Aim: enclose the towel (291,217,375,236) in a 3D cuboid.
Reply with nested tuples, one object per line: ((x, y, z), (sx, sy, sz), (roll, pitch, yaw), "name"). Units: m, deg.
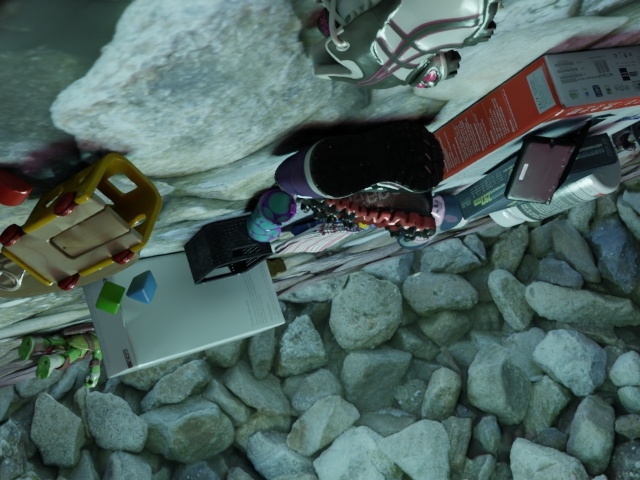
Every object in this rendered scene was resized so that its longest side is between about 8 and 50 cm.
((0.105, -0.065, 1.613), (0.335, 0.040, 0.243), (-21, 169, 8), "towel")

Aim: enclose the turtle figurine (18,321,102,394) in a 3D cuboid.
((-0.756, 0.360, 1.980), (0.274, 0.198, 0.266), (-25, 166, 22), "turtle figurine")

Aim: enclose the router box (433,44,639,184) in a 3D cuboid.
((0.385, -0.203, 1.090), (0.335, 0.082, 0.301), (-14, 171, -29), "router box")

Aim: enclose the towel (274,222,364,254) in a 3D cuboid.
((0.000, 0.000, 1.572), (0.144, 0.029, 0.197), (-25, 167, 31), "towel")

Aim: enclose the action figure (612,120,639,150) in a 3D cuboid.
((0.706, -0.254, 1.417), (0.185, 0.099, 0.285), (-32, 170, 27), "action figure")

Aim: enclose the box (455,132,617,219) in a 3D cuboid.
((0.374, -0.109, 1.190), (0.183, 0.059, 0.232), (-14, 171, -19), "box")

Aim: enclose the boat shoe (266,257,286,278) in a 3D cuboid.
((-0.159, 0.089, 1.931), (0.059, 0.063, 0.170), (-28, 169, 24), "boat shoe")

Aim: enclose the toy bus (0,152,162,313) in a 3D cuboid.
((-0.283, -0.021, 0.782), (0.202, 0.104, 0.191), (13, 136, -3), "toy bus")

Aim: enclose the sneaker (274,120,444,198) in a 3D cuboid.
((0.060, -0.116, 1.003), (0.283, 0.107, 0.124), (-7, -179, -38), "sneaker")

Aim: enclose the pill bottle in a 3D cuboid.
((0.522, -0.139, 1.546), (0.161, 0.161, 0.283), (-11, 169, -40), "pill bottle")

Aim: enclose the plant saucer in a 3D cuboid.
((-0.425, 0.042, 1.121), (0.277, 0.041, 0.278), (-18, 171, -3), "plant saucer")

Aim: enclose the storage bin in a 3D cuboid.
((-0.186, 0.020, 1.335), (0.122, 0.084, 0.180), (-14, 172, -30), "storage bin")

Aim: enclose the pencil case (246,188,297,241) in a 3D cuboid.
((-0.089, -0.041, 1.196), (0.070, 0.065, 0.151), (20, 163, -11), "pencil case")

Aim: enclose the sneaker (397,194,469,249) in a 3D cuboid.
((0.273, -0.056, 1.850), (0.131, 0.112, 0.319), (5, 160, -25), "sneaker")

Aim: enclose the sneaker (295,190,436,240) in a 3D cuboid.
((0.088, -0.085, 1.203), (0.276, 0.135, 0.097), (10, 174, -21), "sneaker")

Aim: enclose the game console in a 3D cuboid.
((0.341, -0.121, 1.010), (0.107, 0.071, 0.122), (7, 136, 1), "game console")

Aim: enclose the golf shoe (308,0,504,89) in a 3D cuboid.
((0.058, -0.176, 0.502), (0.120, 0.105, 0.273), (-10, 171, -5), "golf shoe")

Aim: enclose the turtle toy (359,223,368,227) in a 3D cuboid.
((0.094, -0.077, 1.355), (0.130, 0.066, 0.095), (-13, 148, -14), "turtle toy")

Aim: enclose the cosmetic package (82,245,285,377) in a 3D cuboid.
((-0.290, 0.140, 1.463), (0.384, 0.217, 0.156), (-9, 168, -41), "cosmetic package")
